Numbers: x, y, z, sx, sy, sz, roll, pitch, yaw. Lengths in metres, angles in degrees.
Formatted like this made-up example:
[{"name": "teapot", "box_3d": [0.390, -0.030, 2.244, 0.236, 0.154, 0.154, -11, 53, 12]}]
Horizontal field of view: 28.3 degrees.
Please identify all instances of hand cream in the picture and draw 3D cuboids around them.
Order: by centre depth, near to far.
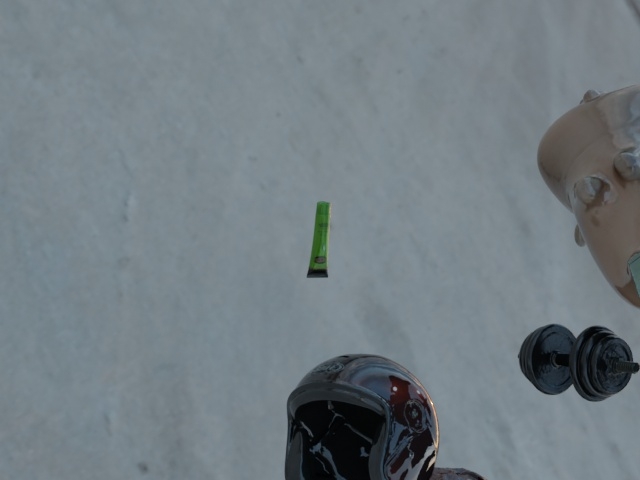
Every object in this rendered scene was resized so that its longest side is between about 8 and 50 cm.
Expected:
[{"name": "hand cream", "box_3d": [0.000, 0.000, 1.990, 0.023, 0.036, 0.122, -143, -124, -65]}]

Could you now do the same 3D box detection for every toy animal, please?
[{"name": "toy animal", "box_3d": [0.418, -0.055, 1.644, 0.269, 0.237, 0.326, 21, 43, -64]}]

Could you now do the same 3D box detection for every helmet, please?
[{"name": "helmet", "box_3d": [0.055, 0.245, 1.623, 0.216, 0.189, 0.193, 57, 46, -21]}]

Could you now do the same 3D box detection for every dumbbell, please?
[{"name": "dumbbell", "box_3d": [0.336, 0.159, 1.672, 0.099, 0.208, 0.099, 0, 90, -34]}]

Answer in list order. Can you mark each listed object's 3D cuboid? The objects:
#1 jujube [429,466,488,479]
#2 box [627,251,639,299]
[{"name": "jujube", "box_3d": [0.165, 0.430, 1.907, 0.197, 0.290, 0.197, -7, 98, -51]}, {"name": "box", "box_3d": [0.429, 0.089, 1.295, 0.225, 0.086, 0.129, 28, 37, -31]}]
